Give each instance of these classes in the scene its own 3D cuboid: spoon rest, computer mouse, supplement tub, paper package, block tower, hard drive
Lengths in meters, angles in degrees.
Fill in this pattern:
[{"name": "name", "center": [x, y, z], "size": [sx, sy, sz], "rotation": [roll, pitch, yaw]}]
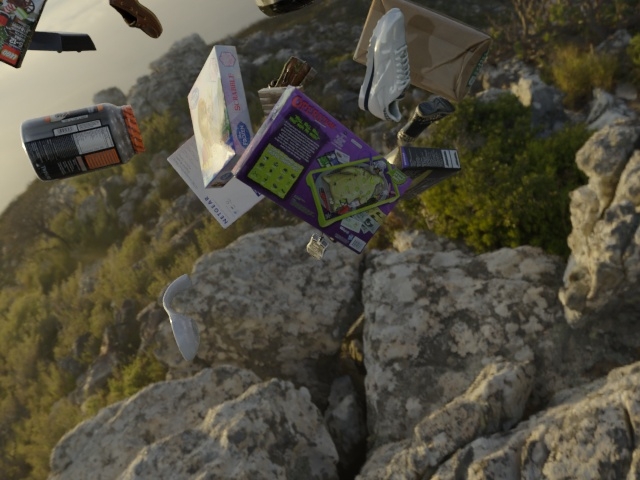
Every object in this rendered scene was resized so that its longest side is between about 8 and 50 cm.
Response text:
[{"name": "spoon rest", "center": [-0.392, 0.218, 1.420], "size": [0.084, 0.137, 0.276], "rotation": [-17, 43, -3]}, {"name": "computer mouse", "center": [0.000, 0.000, 1.697], "size": [0.042, 0.106, 0.193], "rotation": [-52, -5, -29]}, {"name": "supplement tub", "center": [-0.715, -0.305, 1.549], "size": [0.316, 0.193, 0.193], "rotation": [-17, 31, -17]}, {"name": "paper package", "center": [0.276, -0.513, 1.330], "size": [0.309, 0.168, 0.325], "rotation": [25, 27, 7]}, {"name": "block tower", "center": [-0.073, -0.261, 1.400], "size": [0.091, 0.335, 0.097], "rotation": [4, 34, 26]}, {"name": "hard drive", "center": [-0.764, -0.537, 1.366], "size": [0.255, 0.054, 0.172], "rotation": [6, 22, 10]}]

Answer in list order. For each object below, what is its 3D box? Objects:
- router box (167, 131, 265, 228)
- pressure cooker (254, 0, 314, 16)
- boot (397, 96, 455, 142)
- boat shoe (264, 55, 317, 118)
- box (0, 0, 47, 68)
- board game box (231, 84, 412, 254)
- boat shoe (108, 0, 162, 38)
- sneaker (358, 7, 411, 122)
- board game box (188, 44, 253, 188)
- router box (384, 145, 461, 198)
[{"name": "router box", "center": [-0.336, -0.263, 1.863], "size": [0.301, 0.335, 0.082], "rotation": [-38, 6, 13]}, {"name": "pressure cooker", "center": [-0.102, -0.896, 1.402], "size": [0.370, 0.420, 0.375], "rotation": [-2, 43, 39]}, {"name": "boot", "center": [0.439, -0.501, 2.114], "size": [0.236, 0.085, 0.178], "rotation": [-20, -20, -39]}, {"name": "boat shoe", "center": [-0.128, -0.523, 1.761], "size": [0.307, 0.104, 0.110], "rotation": [-37, 22, 49]}, {"name": "box", "center": [-0.697, -0.473, 1.010], "size": [0.159, 0.233, 0.044], "rotation": [-62, 27, 10]}, {"name": "board game box", "center": [0.014, -0.134, 1.058], "size": [0.208, 0.347, 0.056], "rotation": [-52, 32, 9]}, {"name": "boat shoe", "center": [-0.452, -0.544, 1.230], "size": [0.064, 0.178, 0.060], "rotation": [10, 79, 19]}, {"name": "sneaker", "center": [0.151, -0.363, 1.064], "size": [0.095, 0.235, 0.090], "rotation": [37, 55, 26]}, {"name": "board game box", "center": [-0.302, -0.351, 1.508], "size": [0.066, 0.318, 0.319], "rotation": [-8, -9, -30]}, {"name": "router box", "center": [0.295, -0.227, 1.777], "size": [0.243, 0.081, 0.309], "rotation": [-3, -14, -27]}]
